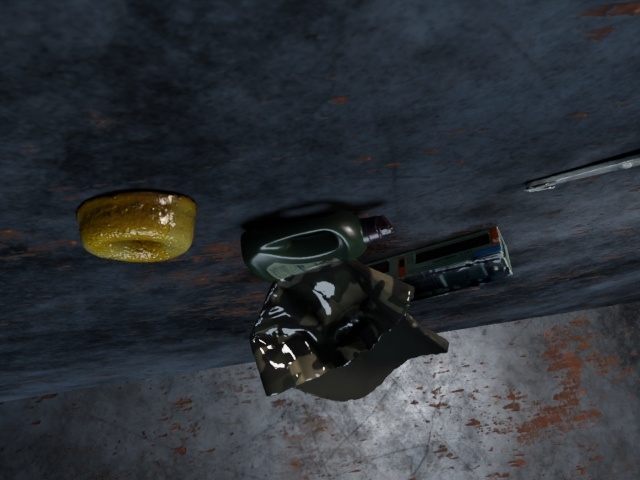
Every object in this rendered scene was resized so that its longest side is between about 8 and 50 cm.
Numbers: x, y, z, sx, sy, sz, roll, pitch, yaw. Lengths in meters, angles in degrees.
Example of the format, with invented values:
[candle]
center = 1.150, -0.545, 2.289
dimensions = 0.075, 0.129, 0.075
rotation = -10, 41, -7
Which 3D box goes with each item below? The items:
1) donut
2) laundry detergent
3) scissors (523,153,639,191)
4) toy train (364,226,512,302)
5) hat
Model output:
[donut]
center = -0.232, -0.013, 0.771
dimensions = 0.151, 0.058, 0.152
rotation = -7, 162, -2
[laundry detergent]
center = 0.000, 0.000, 0.910
dimensions = 0.221, 0.078, 0.144
rotation = -14, 158, 15
[scissors]
center = 0.486, -0.119, 0.892
dimensions = 0.359, 0.030, 0.191
rotation = -15, 164, 15
[toy train]
center = 0.176, 0.073, 1.225
dimensions = 0.409, 0.089, 0.086
rotation = -17, 136, 24
[hat]
center = 0.066, 0.168, 1.202
dimensions = 0.366, 0.258, 0.381
rotation = -32, 161, 22
